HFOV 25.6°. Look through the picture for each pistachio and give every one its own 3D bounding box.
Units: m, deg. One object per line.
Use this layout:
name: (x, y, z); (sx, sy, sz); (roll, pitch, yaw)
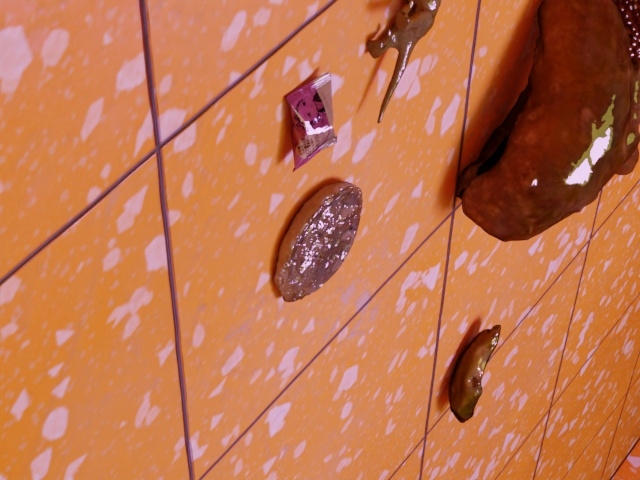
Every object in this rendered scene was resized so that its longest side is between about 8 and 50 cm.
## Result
pistachio: (0.220, 0.195, 2.066); (0.089, 0.049, 0.173); (-70, 175, -62)

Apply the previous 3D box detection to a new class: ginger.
ginger: (0.290, -0.143, 1.679); (0.321, 0.172, 0.165); (-67, -164, 8)

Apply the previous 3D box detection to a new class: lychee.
lychee: (0.388, -0.274, 1.786); (0.123, 0.129, 0.123); (-29, -171, 5)

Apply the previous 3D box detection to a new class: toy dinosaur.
toy dinosaur: (0.094, -0.206, 1.356); (0.126, 0.039, 0.162); (-45, 154, -36)

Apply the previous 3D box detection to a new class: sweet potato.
sweet potato: (0.466, -0.142, 2.166); (0.056, 0.056, 0.195); (-58, 166, -5)

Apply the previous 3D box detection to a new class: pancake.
pancake: (0.000, 0.000, 1.420); (0.139, 0.022, 0.139); (-45, 152, -32)

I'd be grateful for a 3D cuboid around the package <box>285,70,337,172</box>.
package: (-0.007, -0.108, 1.275); (0.059, 0.029, 0.083); (-36, 137, -31)
